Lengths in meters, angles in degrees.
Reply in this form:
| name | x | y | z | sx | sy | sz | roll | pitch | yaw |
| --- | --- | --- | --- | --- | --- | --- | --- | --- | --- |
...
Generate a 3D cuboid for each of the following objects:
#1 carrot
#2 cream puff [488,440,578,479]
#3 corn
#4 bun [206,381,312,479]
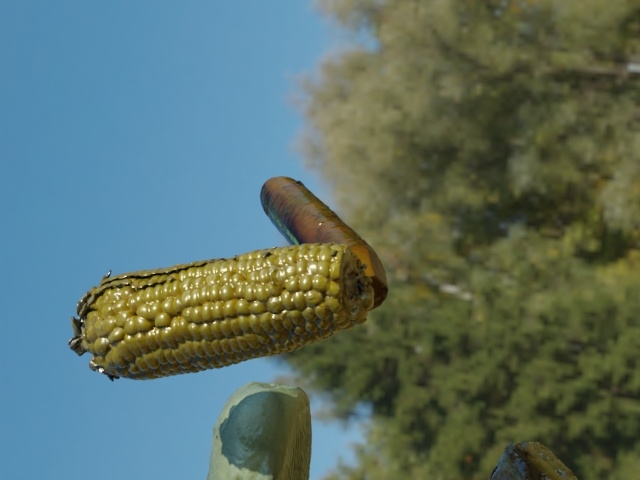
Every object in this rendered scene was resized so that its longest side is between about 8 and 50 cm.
| name | x | y | z | sx | sy | sz | roll | pitch | yaw |
| --- | --- | --- | --- | --- | --- | --- | --- | --- | --- |
| carrot | 0.000 | 0.000 | 1.793 | 0.260 | 0.070 | 0.070 | -133 | 38 | -56 |
| cream puff | 0.229 | 0.282 | 1.748 | 0.119 | 0.104 | 0.133 | 127 | 142 | -52 |
| corn | -0.099 | 0.071 | 1.573 | 0.115 | 0.317 | 0.115 | 32 | -127 | -56 |
| bun | -0.073 | 0.257 | 1.810 | 0.221 | 0.108 | 0.221 | 6 | -90 | -81 |
